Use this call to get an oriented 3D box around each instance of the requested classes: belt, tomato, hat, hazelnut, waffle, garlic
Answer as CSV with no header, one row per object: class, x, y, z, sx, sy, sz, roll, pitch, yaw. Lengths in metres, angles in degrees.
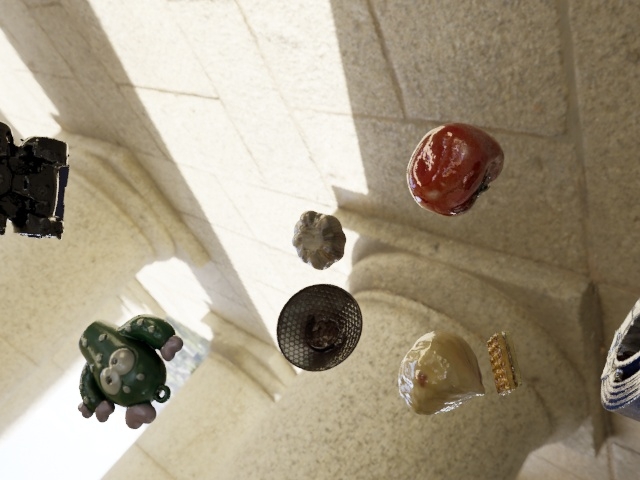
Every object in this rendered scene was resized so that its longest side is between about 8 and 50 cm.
belt,0.533,0.168,0.868,0.117,0.212,0.347,18,157,16
tomato,0.249,-0.133,1.089,0.151,0.187,0.187,30,154,24
hat,0.008,0.194,1.242,0.193,0.193,0.082,27,168,30
hazelnut,0.353,0.383,1.653,0.241,0.261,0.261,35,156,26
waffle,0.468,0.314,1.475,0.042,0.148,0.102,-6,155,-2
garlic,0.000,0.000,1.501,0.159,0.147,0.102,48,-165,22

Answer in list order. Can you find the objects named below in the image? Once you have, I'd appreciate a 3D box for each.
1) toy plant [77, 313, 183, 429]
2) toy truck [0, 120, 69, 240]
toy plant,-0.400,0.264,1.198,0.243,0.232,0.112,4,170,20
toy truck,-0.494,-0.085,0.879,0.177,0.161,0.213,1,174,32
